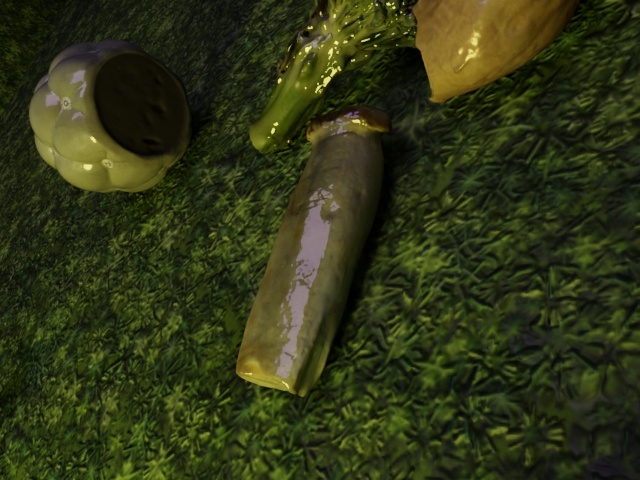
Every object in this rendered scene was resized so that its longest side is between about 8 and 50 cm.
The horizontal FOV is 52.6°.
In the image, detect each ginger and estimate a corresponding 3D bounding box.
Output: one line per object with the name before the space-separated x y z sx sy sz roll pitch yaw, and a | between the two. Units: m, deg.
ginger | 0.180 -0.250 0.613 0.267 0.138 0.152 -48 33 15

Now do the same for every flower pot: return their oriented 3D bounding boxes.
flower pot | -0.332 -0.192 1.027 0.195 0.246 0.246 -8 56 43

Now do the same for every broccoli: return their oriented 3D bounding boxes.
broccoli | 0.010 -0.215 0.781 0.304 0.165 0.145 -42 68 35

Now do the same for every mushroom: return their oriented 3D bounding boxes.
mushroom | 0.000 0.000 0.654 0.100 0.081 0.311 -5 62 48
